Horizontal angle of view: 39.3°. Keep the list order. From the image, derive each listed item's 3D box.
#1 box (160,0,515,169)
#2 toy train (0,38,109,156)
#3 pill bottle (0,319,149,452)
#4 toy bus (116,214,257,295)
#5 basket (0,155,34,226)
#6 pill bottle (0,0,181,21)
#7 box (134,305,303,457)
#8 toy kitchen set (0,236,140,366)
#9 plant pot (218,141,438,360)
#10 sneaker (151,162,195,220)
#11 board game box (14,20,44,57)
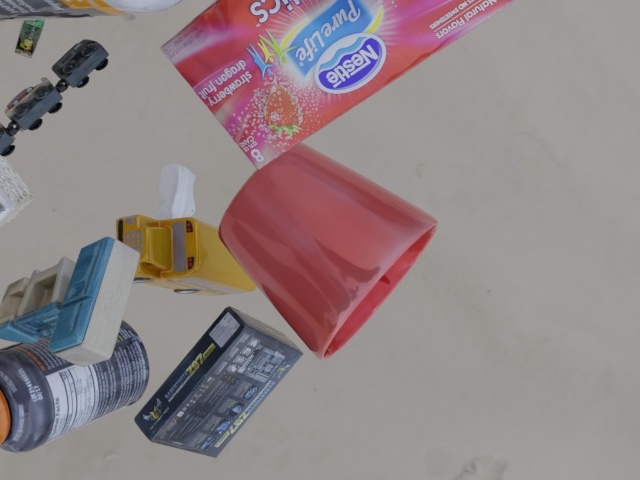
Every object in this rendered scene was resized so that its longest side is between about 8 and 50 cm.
[{"bbox_3d":[0.021,-0.182,0.687,0.128,0.257,0.122,52,33,-14],"label":"box"},{"bbox_3d":[-0.243,-0.112,0.751,0.158,0.036,0.027,-46,141,-11],"label":"toy train"},{"bbox_3d":[-0.342,0.183,1.123,0.245,0.130,0.130,-17,105,-56],"label":"pill bottle"},{"bbox_3d":[-0.232,0.030,1.599,0.332,0.130,0.108,27,59,-69],"label":"toy bus"},{"bbox_3d":[-0.636,-0.103,1.682,0.167,0.113,0.103,52,23,-4],"label":"basket"},{"bbox_3d":[-0.225,-0.232,0.622,0.162,0.278,0.162,-13,104,-62],"label":"pill bottle"},{"bbox_3d":[-0.156,0.229,1.418,0.233,0.059,0.183,-50,145,3],"label":"box"},{"bbox_3d":[-0.322,0.054,0.912,0.166,0.207,0.122,34,50,-35],"label":"toy kitchen set"},{"bbox_3d":[0.000,0.000,1.335,0.243,0.275,0.275,41,65,10],"label":"plant pot"},{"bbox_3d":[-0.302,-0.049,1.870,0.094,0.080,0.212,17,87,-61],"label":"sneaker"},{"bbox_3d":[-0.367,-0.388,1.205,0.030,0.136,0.260,12,78,-20],"label":"board game box"}]
